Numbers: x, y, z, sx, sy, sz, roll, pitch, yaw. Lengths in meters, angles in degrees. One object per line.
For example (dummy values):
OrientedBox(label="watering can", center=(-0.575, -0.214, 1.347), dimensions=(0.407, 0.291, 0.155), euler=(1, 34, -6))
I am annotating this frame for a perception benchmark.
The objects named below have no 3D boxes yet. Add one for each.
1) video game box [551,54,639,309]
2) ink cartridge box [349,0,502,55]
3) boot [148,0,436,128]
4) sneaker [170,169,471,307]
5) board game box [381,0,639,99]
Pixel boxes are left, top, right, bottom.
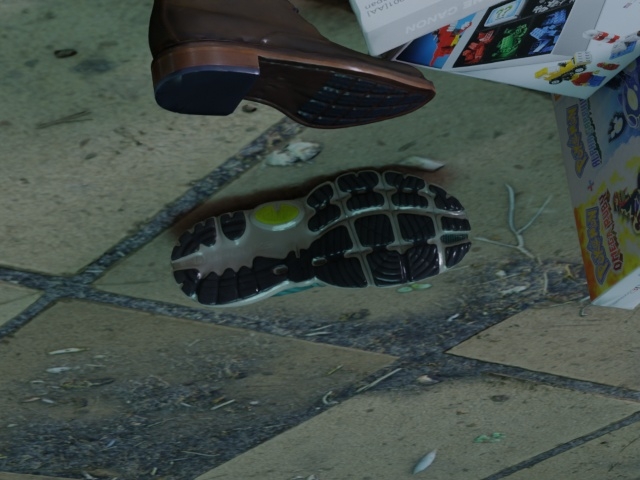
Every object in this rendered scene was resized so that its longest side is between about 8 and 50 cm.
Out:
OrientedBox(label="video game box", center=(0.255, -0.078, 1.147), dimensions=(0.048, 0.205, 0.187), euler=(6, 150, -22))
OrientedBox(label="ink cartridge box", center=(0.122, -0.227, 0.707), dimensions=(0.296, 0.066, 0.261), euler=(-23, 156, 3))
OrientedBox(label="boot", center=(-0.019, -0.142, 1.042), dimensions=(0.219, 0.106, 0.082), euler=(3, 153, -34))
OrientedBox(label="sneaker", center=(0.000, 0.000, 1.378), dimensions=(0.275, 0.107, 0.110), euler=(-7, 175, 6))
OrientedBox(label="board game box", center=(0.197, -0.206, 1.030), dimensions=(0.193, 0.053, 0.305), euler=(7, 150, -30))
